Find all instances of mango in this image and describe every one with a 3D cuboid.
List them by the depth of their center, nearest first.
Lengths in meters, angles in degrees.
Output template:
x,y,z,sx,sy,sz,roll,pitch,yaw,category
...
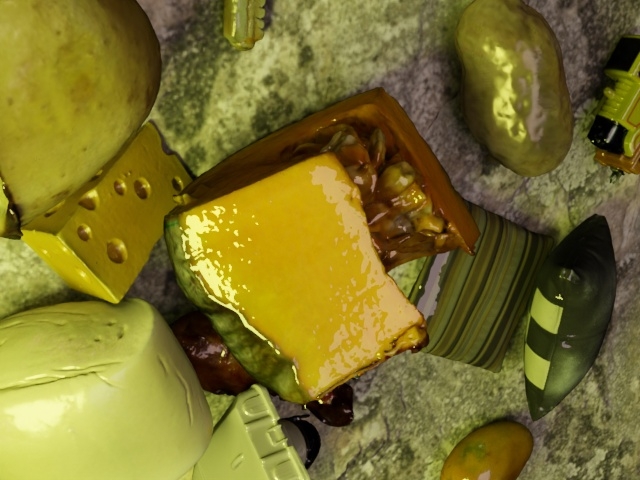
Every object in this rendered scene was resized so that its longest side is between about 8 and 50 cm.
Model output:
x,y,z,sx,sy,sz,roll,pitch,yaw,category
0.242,0.322,1.263,0.163,0.089,0.111,-48,136,-15,mango

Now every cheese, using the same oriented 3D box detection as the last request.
x,y,z,sx,sy,sz,roll,pitch,yaw,category
-0.203,-0.034,0.886,0.171,0.126,0.093,-49,120,-25,cheese

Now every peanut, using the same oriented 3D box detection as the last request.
x,y,z,sx,sy,sz,roll,pitch,yaw,category
0.226,-0.183,1.029,0.129,0.129,0.224,-21,109,-19,peanut

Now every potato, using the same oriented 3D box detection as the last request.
x,y,z,sx,sy,sz,roll,pitch,yaw,category
-0.249,-0.163,0.734,0.242,0.242,0.285,-30,117,-15,potato

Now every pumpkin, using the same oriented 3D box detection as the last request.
x,y,z,sx,sy,sz,roll,pitch,yaw,category
0.000,0.000,0.892,0.225,0.256,0.303,63,32,-13,pumpkin

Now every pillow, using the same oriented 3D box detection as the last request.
x,y,z,sx,sy,sz,roll,pitch,yaw,category
0.206,0.064,1.156,0.212,0.052,0.208,19,95,-34,pillow
0.339,0.107,1.188,0.186,0.106,0.250,-41,141,-50,pillow

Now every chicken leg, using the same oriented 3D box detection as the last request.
x,y,z,sx,sy,sz,roll,pitch,yaw,category
-0.066,0.156,1.027,0.304,0.113,0.093,32,67,-41,chicken leg

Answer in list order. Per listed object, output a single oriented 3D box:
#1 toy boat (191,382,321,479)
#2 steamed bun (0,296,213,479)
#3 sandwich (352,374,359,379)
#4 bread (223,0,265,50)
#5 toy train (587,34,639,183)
x,y,z,sx,sy,sz,roll,pitch,yaw,category
-0.074,0.269,1.000,0.140,0.141,0.269,-16,153,-22,toy boat
-0.247,0.170,0.859,0.250,0.155,0.200,-16,122,6,steamed bun
0.009,0.132,1.092,0.135,0.029,0.067,36,96,-35,sandwich
-0.079,-0.240,0.892,0.049,0.033,0.088,-19,123,-37,bread
0.426,-0.183,1.159,0.127,0.089,0.219,26,97,-23,toy train
